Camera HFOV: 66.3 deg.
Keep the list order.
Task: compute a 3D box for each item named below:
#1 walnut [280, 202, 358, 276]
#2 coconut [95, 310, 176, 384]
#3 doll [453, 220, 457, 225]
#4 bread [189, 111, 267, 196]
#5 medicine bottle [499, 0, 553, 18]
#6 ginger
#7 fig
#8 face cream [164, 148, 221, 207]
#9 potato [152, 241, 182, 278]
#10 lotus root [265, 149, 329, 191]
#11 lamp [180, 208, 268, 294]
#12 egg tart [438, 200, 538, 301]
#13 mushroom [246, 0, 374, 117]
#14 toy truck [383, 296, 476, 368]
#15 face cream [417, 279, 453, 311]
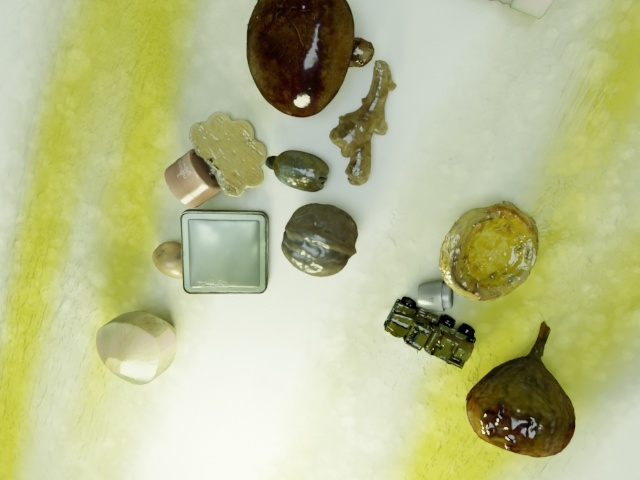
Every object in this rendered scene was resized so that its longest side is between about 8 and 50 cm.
[{"bbox_3d":[0.000,0.000,1.400,0.224,0.224,0.224,4,105,13],"label":"walnut"},{"bbox_3d":[-0.609,0.354,1.617,0.260,0.259,0.259,4,105,13],"label":"coconut"},{"bbox_3d":[0.411,0.001,1.381,0.037,0.027,0.125,-27,96,11],"label":"doll"},{"bbox_3d":[-0.258,-0.260,1.443,0.182,0.039,0.250,-35,96,-13],"label":"bread"},{"bbox_3d":[0.403,-0.666,1.109,0.326,0.212,0.212,26,109,8],"label":"medicine bottle"},{"bbox_3d":[0.118,-0.321,1.343,0.148,0.081,0.333,25,103,7],"label":"ginger"},{"bbox_3d":[0.565,0.399,1.365,0.287,0.286,0.368,15,74,10],"label":"fig"},{"bbox_3d":[-0.375,-0.186,1.466,0.104,0.149,0.149,-32,95,20],"label":"face cream"},{"bbox_3d":[-0.474,0.067,1.583,0.147,0.112,0.112,28,109,10],"label":"potato"},{"bbox_3d":[-0.070,-0.205,1.418,0.192,0.088,0.113,18,115,9],"label":"lotus root"},{"bbox_3d":[-0.296,0.038,1.522,0.267,0.047,0.268,1,104,-4],"label":"lamp"},{"bbox_3d":[0.447,0.023,1.326,0.291,0.107,0.290,-2,102,-11],"label":"egg tart"},{"bbox_3d":[-0.059,-0.508,1.272,0.346,0.239,0.344,-4,78,20],"label":"mushroom"},{"bbox_3d":[0.315,0.275,1.430,0.257,0.127,0.127,27,111,10],"label":"toy truck"},{"bbox_3d":[0.332,0.160,1.411,0.095,0.091,0.091,-3,104,22],"label":"face cream"}]
